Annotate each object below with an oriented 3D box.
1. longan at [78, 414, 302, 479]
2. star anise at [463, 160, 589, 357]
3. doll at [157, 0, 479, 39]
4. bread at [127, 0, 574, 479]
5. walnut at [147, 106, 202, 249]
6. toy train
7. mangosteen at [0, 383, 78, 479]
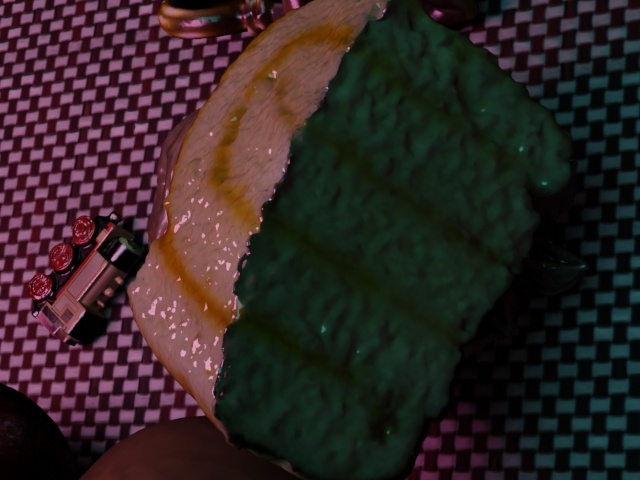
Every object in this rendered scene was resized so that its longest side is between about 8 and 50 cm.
[{"bbox_3d":[-0.103,0.338,1.342,0.405,0.336,0.404,-2,86,26],"label":"longan"},{"bbox_3d":[0.133,0.024,1.469,0.230,0.081,0.262,10,68,34],"label":"star anise"},{"bbox_3d":[0.012,-0.305,1.613,0.340,0.209,0.318,25,59,35],"label":"doll"},{"bbox_3d":[-0.006,0.007,1.374,0.264,0.239,0.395,-2,56,57],"label":"bread"},{"bbox_3d":[-0.081,-0.022,1.575,0.178,0.178,0.230,8,81,34],"label":"walnut"},{"bbox_3d":[-0.239,0.037,1.719,0.087,0.050,0.138,40,95,31],"label":"toy train"},{"bbox_3d":[-0.352,0.276,1.563,0.297,0.297,0.293,-21,96,25],"label":"mangosteen"}]
